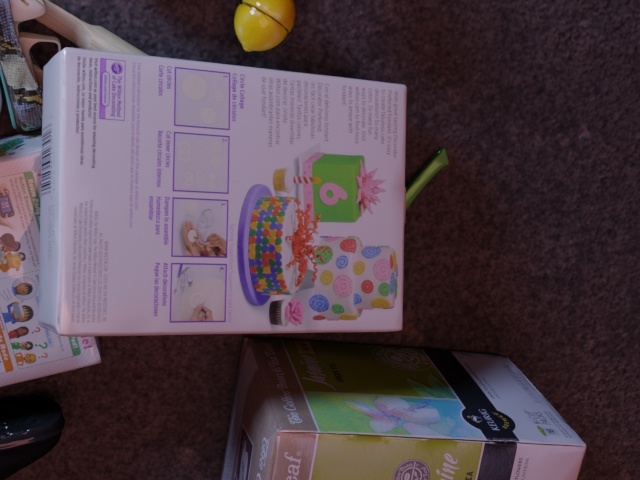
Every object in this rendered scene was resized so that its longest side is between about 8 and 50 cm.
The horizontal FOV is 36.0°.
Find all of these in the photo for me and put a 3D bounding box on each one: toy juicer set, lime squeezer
[{"bbox_3d":[-0.123,-0.255,0.904,0.329,0.089,0.209,-25,125,24],"label":"toy juicer set"},{"bbox_3d":[0.000,0.000,1.033,0.310,0.059,0.110,-16,112,-6],"label":"lime squeezer"}]

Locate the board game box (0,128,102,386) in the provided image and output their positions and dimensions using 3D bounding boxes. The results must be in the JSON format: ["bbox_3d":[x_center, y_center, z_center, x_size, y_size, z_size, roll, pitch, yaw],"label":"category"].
[{"bbox_3d":[-0.381,0.036,0.938,0.303,0.097,0.224,-12,111,-8],"label":"board game box"}]

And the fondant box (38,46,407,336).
[{"bbox_3d":[-0.084,-0.036,0.907,0.330,0.096,0.238,2,88,-25],"label":"fondant box"}]

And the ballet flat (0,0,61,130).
[{"bbox_3d":[-0.271,-0.189,0.891,0.070,0.070,0.188,-14,130,-8],"label":"ballet flat"}]

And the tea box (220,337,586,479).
[{"bbox_3d":[0.061,0.303,1.066,0.323,0.220,0.329,6,107,-16],"label":"tea box"}]

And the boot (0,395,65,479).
[{"bbox_3d":[-0.365,0.283,1.028,0.246,0.094,0.207,-12,108,-1],"label":"boot"}]

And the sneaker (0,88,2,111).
[{"bbox_3d":[-0.374,-0.197,0.858,0.094,0.091,0.258,-33,115,0],"label":"sneaker"}]
